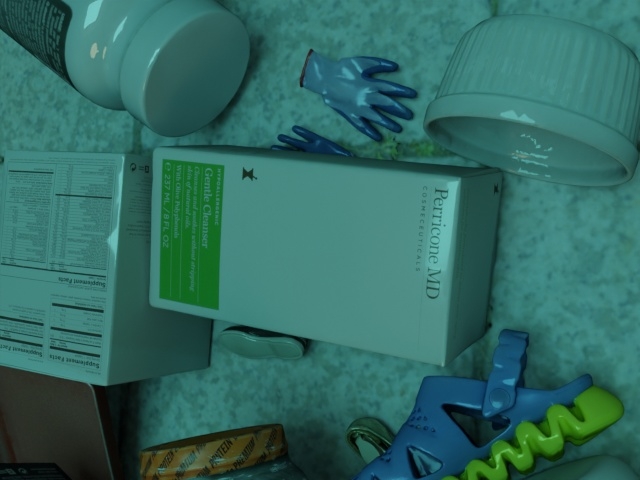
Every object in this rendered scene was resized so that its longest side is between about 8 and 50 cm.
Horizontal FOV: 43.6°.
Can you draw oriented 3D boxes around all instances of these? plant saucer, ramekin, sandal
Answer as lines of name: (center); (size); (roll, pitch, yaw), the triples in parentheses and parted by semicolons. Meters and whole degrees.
plant saucer: (-0.371, 0.259, 1.092); (0.258, 0.048, 0.259); (10, 118, 27)
ramekin: (0.213, -0.135, 0.781); (0.207, 0.207, 0.109); (15, 86, 26)
sandal: (0.140, 0.200, 0.828); (0.317, 0.126, 0.138); (-28, 67, -2)

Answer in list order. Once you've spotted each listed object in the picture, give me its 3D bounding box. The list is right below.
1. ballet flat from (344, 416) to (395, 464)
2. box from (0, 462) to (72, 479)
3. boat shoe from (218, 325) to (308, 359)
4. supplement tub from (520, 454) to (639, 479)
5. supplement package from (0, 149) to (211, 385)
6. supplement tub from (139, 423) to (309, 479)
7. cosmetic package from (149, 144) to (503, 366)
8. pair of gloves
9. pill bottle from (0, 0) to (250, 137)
ballet flat: (0.092, 0.268, 0.904); (0.168, 0.052, 0.057); (38, 105, 23)
box: (-0.362, 0.491, 0.930); (0.312, 0.179, 0.343); (30, 92, 31)
boat shoe: (-0.070, 0.121, 0.999); (0.125, 0.038, 0.046); (-2, 129, 32)
supplement tub: (0.246, 0.390, 0.717); (0.241, 0.241, 0.331); (-32, 75, 22)
supplement package: (-0.266, 0.029, 1.010); (0.198, 0.199, 0.262); (5, 90, 27)
supplement tub: (-0.085, 0.356, 0.807); (0.194, 0.193, 0.316); (-14, 80, 25)
cosmetic package: (0.000, 0.000, 0.895); (0.366, 0.155, 0.197); (7, 100, 28)
pair of gloves: (0.023, -0.132, 0.971); (0.159, 0.023, 0.198); (26, 103, 23)
pill bottle: (-0.277, -0.296, 1.025); (0.363, 0.210, 0.210); (38, 104, 23)
